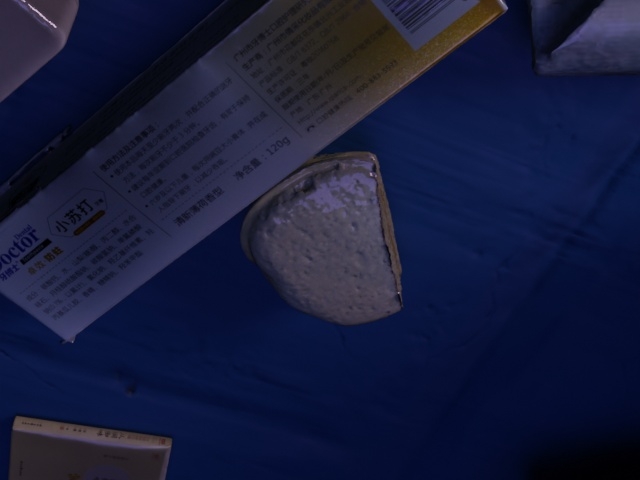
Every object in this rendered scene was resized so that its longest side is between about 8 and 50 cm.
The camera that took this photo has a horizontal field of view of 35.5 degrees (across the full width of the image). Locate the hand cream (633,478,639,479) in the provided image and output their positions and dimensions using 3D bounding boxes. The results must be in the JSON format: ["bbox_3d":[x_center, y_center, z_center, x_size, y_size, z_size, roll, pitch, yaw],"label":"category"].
[{"bbox_3d":[0.222,0.263,0.690,0.125,0.193,0.193,-11,125,4],"label":"hand cream"}]

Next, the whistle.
[{"bbox_3d":[0.258,-0.114,0.501,0.312,0.062,0.062,-1,125,-1],"label":"whistle"}]

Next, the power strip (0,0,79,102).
[{"bbox_3d":[-0.243,-0.070,0.501,0.338,0.058,0.098,-33,125,24],"label":"power strip"}]

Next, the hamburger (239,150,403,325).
[{"bbox_3d":[-0.001,-0.003,0.568,0.084,0.054,0.121,-7,137,7],"label":"hamburger"}]

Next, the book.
[{"bbox_3d":[-0.166,0.163,0.711,0.111,0.014,0.077,10,125,-9],"label":"book"}]

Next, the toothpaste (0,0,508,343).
[{"bbox_3d":[-0.056,-0.062,0.522,0.313,0.071,0.089,-36,122,21],"label":"toothpaste"}]
